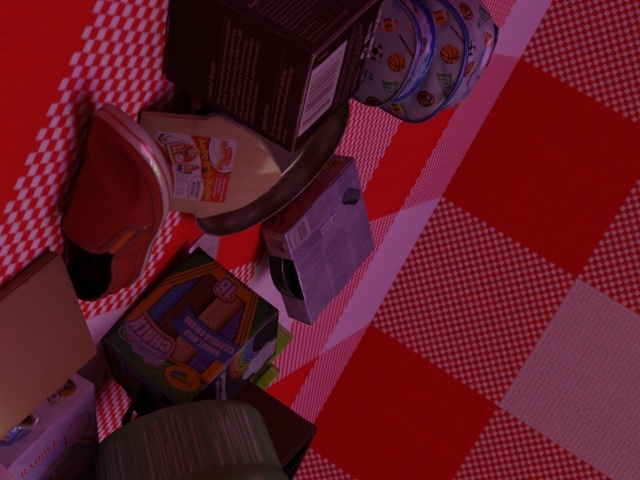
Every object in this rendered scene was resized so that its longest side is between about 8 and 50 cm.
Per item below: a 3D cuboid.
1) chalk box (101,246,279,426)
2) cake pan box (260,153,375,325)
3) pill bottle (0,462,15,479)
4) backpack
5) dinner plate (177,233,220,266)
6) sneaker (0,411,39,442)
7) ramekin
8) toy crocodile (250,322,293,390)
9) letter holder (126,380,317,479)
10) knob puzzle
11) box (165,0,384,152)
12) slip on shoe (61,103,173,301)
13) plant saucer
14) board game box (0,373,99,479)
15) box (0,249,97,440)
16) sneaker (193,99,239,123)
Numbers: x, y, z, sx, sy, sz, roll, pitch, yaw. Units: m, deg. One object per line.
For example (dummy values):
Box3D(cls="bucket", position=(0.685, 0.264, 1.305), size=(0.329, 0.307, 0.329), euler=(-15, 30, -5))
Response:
Box3D(cls="chalk box", position=(-0.227, 0.192, 1.816), size=(0.289, 0.179, 0.180), euler=(-44, 163, -24))
Box3D(cls="cake pan box", position=(0.000, 0.000, 2.256), size=(0.267, 0.070, 0.246), euler=(-50, 138, -34))
Box3D(cls="pill bottle", position=(-0.506, 0.392, 1.185), size=(0.408, 0.229, 0.229), euler=(-46, 162, -39))
Box3D(cls="backpack", position=(0.131, -0.321, 1.776), size=(0.213, 0.263, 0.276), euler=(-43, 161, -47))
Box3D(cls="dinner plate", position=(-0.209, 0.045, 1.916), size=(0.141, 0.017, 0.141), euler=(-52, 164, -22))
Box3D(cls="sneaker", position=(-0.419, 0.215, 1.405), size=(0.070, 0.084, 0.185), euler=(-60, 167, 10))
Box3D(cls="ramekin", position=(-0.203, 0.363, 1.728), size=(0.303, 0.148, 0.303), euler=(-15, 153, -8))
Box3D(cls="toy crocodile", position=(-0.186, 0.312, 2.391), size=(0.340, 0.115, 0.105), euler=(-53, -175, -12))
Box3D(cls="letter holder", position=(-0.198, 0.355, 2.029), size=(0.214, 0.302, 0.152), euler=(-38, 157, -54))
Box3D(cls="knob puzzle", position=(-0.149, -0.104, 1.504), size=(0.213, 0.213, 0.030), euler=(108, -15, -47))
Box3D(cls="box", position=(-0.059, -0.252, 1.385), size=(0.167, 0.203, 0.168), euler=(-48, 163, -37))
Box3D(cls="slip on shoe", position=(-0.258, -0.033, 1.374), size=(0.101, 0.123, 0.331), euler=(-43, 165, -36))
Box3D(cls="plant saucer", position=(-0.084, -0.135, 1.758), size=(0.310, 0.050, 0.311), euler=(-36, 157, -18))
Box3D(cls="board game box", position=(-0.449, 0.394, 1.655), size=(0.319, 0.066, 0.318), euler=(-46, 154, -40))
Box3D(cls="box", position=(-0.369, 0.134, 1.386), size=(0.201, 0.021, 0.164), euler=(-46, 134, -42))
Box3D(cls="sneaker", position=(-0.166, -0.136, 1.538), size=(0.083, 0.118, 0.222), euler=(-103, 177, -47))
